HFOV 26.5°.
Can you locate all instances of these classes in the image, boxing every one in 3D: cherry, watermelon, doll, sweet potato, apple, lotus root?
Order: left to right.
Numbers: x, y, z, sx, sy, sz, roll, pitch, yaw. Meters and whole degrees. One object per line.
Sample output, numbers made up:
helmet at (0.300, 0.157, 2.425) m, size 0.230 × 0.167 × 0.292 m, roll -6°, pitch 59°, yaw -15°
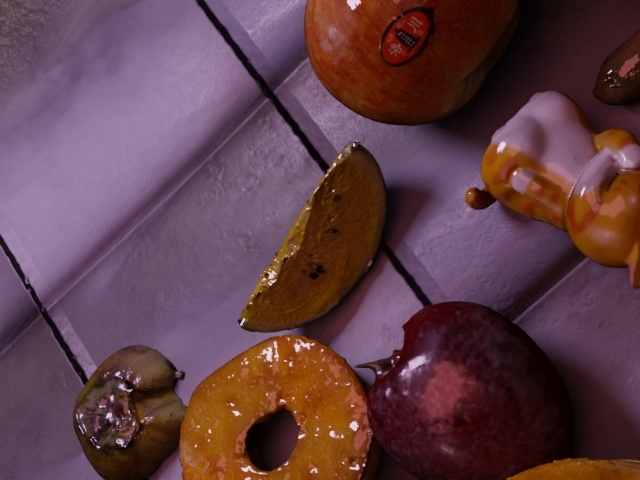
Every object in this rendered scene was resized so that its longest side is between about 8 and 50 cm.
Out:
lotus root at (-0.292, 0.253, 1.996) m, size 0.183 × 0.078 × 0.203 m, roll 38°, pitch 97°, yaw 26°
watermelon at (0.000, 0.000, 1.864) m, size 0.123 × 0.129 × 0.301 m, roll 37°, pitch 103°, yaw 29°
apple at (0.134, -0.289, 1.777) m, size 0.309 × 0.277 × 0.250 m, roll -37°, pitch 78°, yaw 43°
cherry at (0.189, 0.203, 1.700) m, size 0.300 × 0.203 × 0.230 m, roll 30°, pitch 86°, yaw 3°
doll at (0.325, -0.071, 1.704) m, size 0.269 × 0.162 × 0.166 m, roll 33°, pitch 65°, yaw 32°
sweet potato at (0.455, -0.271, 1.724) m, size 0.273 × 0.075 × 0.075 m, roll -46°, pitch 65°, yaw 10°

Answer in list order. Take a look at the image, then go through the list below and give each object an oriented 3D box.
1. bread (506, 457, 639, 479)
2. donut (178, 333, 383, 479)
bread at (0.305, 0.376, 1.524) m, size 0.250 × 0.394 × 0.361 m, roll 37°, pitch 101°, yaw 42°
donut at (-0.042, 0.275, 1.851) m, size 0.303 × 0.110 × 0.303 m, roll -6°, pitch 78°, yaw 28°
